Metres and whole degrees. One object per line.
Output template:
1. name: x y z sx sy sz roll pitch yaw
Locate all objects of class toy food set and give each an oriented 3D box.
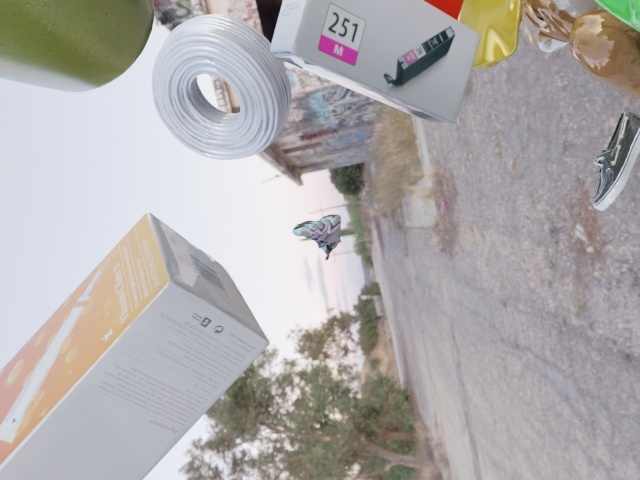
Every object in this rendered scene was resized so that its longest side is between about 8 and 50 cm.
1. toy food set: 0.267 -0.352 0.805 0.071 0.128 0.217 13 -99 -35

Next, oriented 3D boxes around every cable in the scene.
1. cable: -0.183 -0.269 0.968 0.089 0.257 0.257 -66 -32 -46

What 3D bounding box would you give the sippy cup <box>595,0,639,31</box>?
1. sippy cup: 0.268 -0.239 0.251 0.224 0.306 0.239 98 151 -61

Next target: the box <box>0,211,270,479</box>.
1. box: -0.270 0.168 0.718 0.168 0.345 0.215 42 -178 -35

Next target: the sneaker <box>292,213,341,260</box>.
1. sneaker: 0.000 0.000 0.849 0.098 0.038 0.069 -17 -76 -39

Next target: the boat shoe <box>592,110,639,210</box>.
1. boat shoe: 0.638 -0.173 1.167 0.078 0.070 0.219 -10 -56 -83

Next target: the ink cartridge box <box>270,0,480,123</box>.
1. ink cartridge box: 0.094 -0.300 0.668 0.060 0.275 0.238 24 100 55

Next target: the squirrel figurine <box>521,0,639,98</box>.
1. squirrel figurine: 0.426 -0.259 0.600 0.370 0.398 0.280 45 138 50

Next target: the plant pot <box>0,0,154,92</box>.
1. plant pot: -0.255 -0.236 0.376 0.293 0.275 0.274 45 -144 -72
